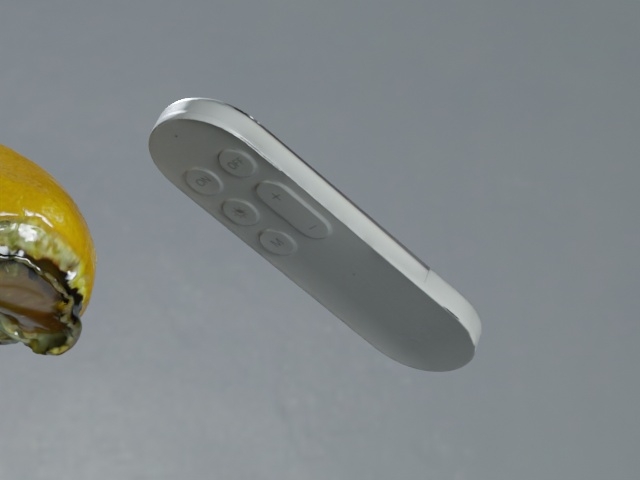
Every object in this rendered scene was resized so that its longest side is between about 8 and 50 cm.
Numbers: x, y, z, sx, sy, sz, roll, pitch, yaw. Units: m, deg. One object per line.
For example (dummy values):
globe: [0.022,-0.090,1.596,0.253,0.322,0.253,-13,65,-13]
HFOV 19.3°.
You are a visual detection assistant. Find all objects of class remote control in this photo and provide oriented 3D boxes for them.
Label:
remote control: [0.000,0.000,1.109,0.245,0.022,0.077,40,-37,-22]

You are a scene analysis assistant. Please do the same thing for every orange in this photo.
orange: [-0.200,0.000,1.058,0.170,0.112,0.160,26,-21,5]
